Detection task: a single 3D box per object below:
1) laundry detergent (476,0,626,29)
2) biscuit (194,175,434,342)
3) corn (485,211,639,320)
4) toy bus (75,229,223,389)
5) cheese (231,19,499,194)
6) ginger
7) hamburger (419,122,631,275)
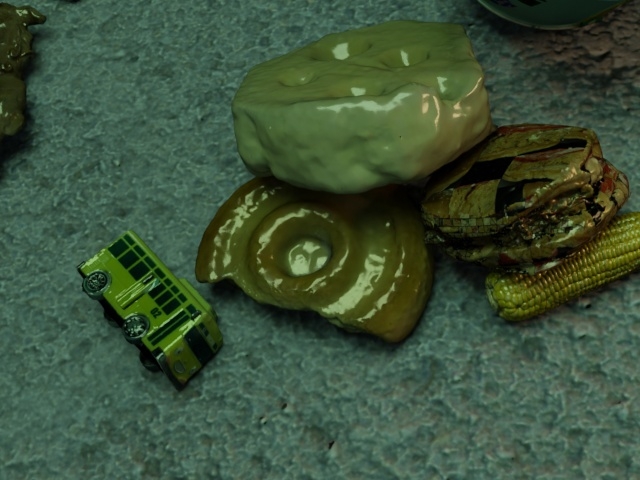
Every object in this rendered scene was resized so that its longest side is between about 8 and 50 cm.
[{"bbox_3d":[0.290,-0.397,1.580,0.287,0.305,0.287,0,91,-5],"label":"laundry detergent"},{"bbox_3d":[0.000,-0.001,1.564,0.274,0.091,0.213,9,64,21],"label":"biscuit"},{"bbox_3d":[0.277,0.027,1.493,0.203,0.072,0.072,-24,57,-2],"label":"corn"},{"bbox_3d":[-0.193,0.077,1.562,0.101,0.088,0.175,-39,58,-13],"label":"toy bus"},{"bbox_3d":[0.058,-0.159,1.556,0.326,0.115,0.318,-29,28,-30],"label":"cheese"},{"bbox_3d":[-0.432,-0.193,1.783,0.122,0.084,0.290,-2,60,5],"label":"ginger"},{"bbox_3d":[0.220,-0.055,1.495,0.231,0.107,0.231,-22,28,12],"label":"hamburger"}]
